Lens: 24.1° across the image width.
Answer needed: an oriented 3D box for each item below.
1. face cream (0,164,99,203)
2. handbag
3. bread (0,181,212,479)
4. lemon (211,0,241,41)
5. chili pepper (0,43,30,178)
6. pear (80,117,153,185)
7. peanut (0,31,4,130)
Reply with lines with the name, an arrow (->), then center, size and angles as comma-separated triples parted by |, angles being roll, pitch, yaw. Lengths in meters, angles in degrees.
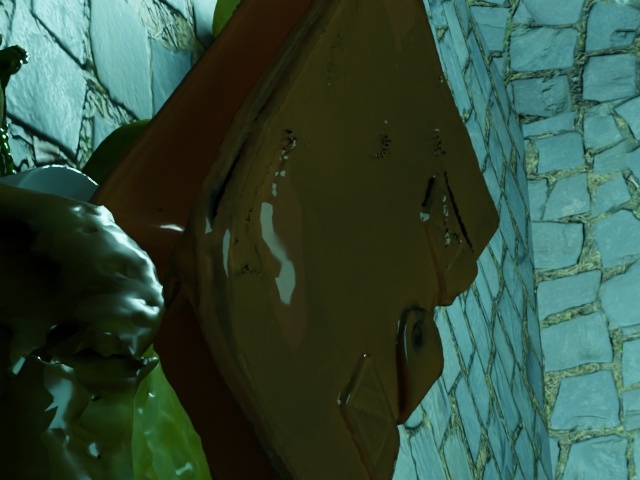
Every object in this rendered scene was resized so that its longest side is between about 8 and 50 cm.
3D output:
face cream -> -0.218, 0.079, 0.939 | 0.218, 0.179, 0.218 | -14, 90, -72
handbag -> 0.000, 0.000, 1.054 | 0.303, 0.116, 0.410 | 64, 34, -29
bread -> -0.203, 0.139, 0.646 | 0.336, 0.358, 0.204 | -88, 154, -43
lemon -> -0.040, -0.246, 1.736 | 0.206, 0.174, 0.173 | -49, 123, -68
chili pepper -> -0.221, 0.035, 1.130 | 0.085, 0.076, 0.359 | -3, -80, 64
pear -> -0.091, 0.038, 1.249 | 0.253, 0.253, 0.307 | -45, 130, -69
peanut -> -0.255, -0.070, 1.012 | 0.214, 0.100, 0.099 | 115, -19, -49
